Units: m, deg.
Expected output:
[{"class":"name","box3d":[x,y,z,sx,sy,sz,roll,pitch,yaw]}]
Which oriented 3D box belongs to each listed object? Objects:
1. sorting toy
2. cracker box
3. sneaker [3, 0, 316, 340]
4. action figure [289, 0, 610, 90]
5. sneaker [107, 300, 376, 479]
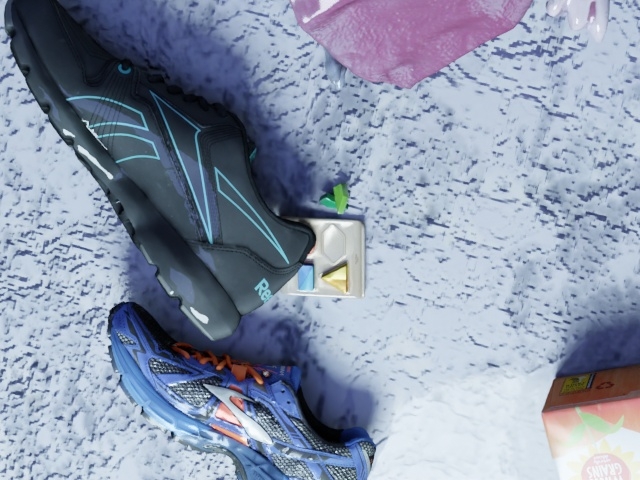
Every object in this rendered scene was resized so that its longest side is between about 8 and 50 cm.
[{"class":"sorting toy","box3d":[0.000,0.000,1.235,0.062,0.012,0.083,4,109,14]},{"class":"cracker box","box3d":[0.251,0.194,1.205,0.156,0.067,0.232,-11,104,19]},{"class":"sneaker","box3d":[-0.110,-0.065,1.214,0.106,0.101,0.267,-36,93,-4]},{"class":"action figure","box3d":[0.147,-0.219,1.058,0.370,0.248,0.275,-16,77,20]},{"class":"sneaker","box3d":[-0.054,0.110,1.261,0.221,0.083,0.087,38,100,-6]}]
